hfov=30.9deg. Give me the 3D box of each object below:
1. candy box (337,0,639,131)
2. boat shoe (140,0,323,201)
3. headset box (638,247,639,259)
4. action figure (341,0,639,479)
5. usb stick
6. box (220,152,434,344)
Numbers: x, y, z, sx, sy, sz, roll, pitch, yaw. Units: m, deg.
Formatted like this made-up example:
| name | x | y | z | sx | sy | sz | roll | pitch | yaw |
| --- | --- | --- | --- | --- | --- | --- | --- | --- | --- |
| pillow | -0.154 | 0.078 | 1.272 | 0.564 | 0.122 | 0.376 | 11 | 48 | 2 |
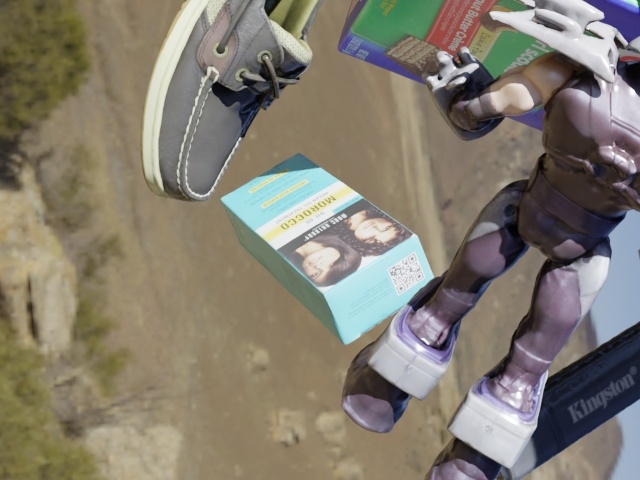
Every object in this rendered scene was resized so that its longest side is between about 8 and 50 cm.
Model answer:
| name | x | y | z | sx | sy | sz | roll | pitch | yaw |
| --- | --- | --- | --- | --- | --- | --- | --- | --- | --- |
| candy box | 0.206 | -0.212 | 1.061 | 0.268 | 0.317 | 0.122 | 135 | -27 | -70 |
| boat shoe | -0.040 | -0.123 | 0.699 | 0.080 | 0.073 | 0.223 | 18 | 94 | -65 |
| headset box | 0.315 | 0.042 | 1.049 | 0.062 | 0.032 | 0.083 | 48 | 33 | -78 |
| action figure | 0.110 | -0.006 | 0.557 | 0.285 | 0.185 | 0.099 | -59 | 167 | 29 |
| usb stick | 0.286 | 0.170 | 1.260 | 0.077 | 0.278 | 0.045 | 64 | -23 | -1 |
| box | 0.000 | 0.000 | 1.084 | 0.244 | 0.100 | 0.060 | 39 | -23 | 56 |
